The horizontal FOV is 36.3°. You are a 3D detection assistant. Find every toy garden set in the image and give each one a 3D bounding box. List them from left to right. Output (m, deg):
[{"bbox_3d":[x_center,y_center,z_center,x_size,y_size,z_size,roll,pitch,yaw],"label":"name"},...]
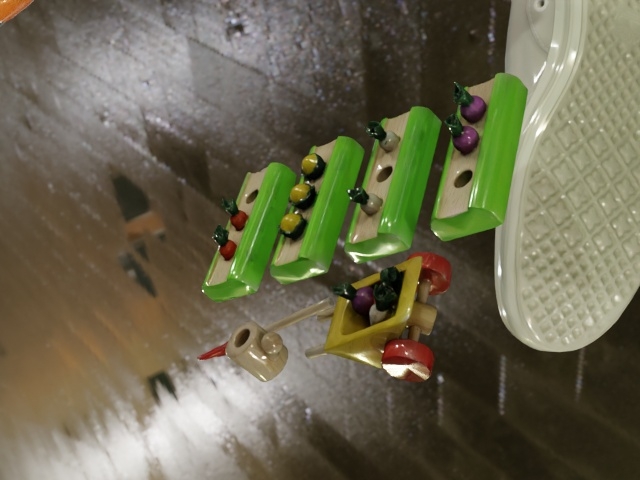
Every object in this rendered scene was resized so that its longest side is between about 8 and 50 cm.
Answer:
[{"bbox_3d":[0.000,0.000,0.612,0.244,0.204,0.049,-17,133,40],"label":"toy garden set"}]

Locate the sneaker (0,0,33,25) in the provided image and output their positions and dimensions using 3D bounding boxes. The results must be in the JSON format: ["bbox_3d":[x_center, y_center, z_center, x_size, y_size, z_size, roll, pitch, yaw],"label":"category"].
[{"bbox_3d":[-0.124,-0.126,0.362,0.302,0.121,0.108,-30,86,52],"label":"sneaker"}]

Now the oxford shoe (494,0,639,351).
[{"bbox_3d":[0.226,-0.120,0.885,0.130,0.169,0.449,-12,67,61],"label":"oxford shoe"}]
